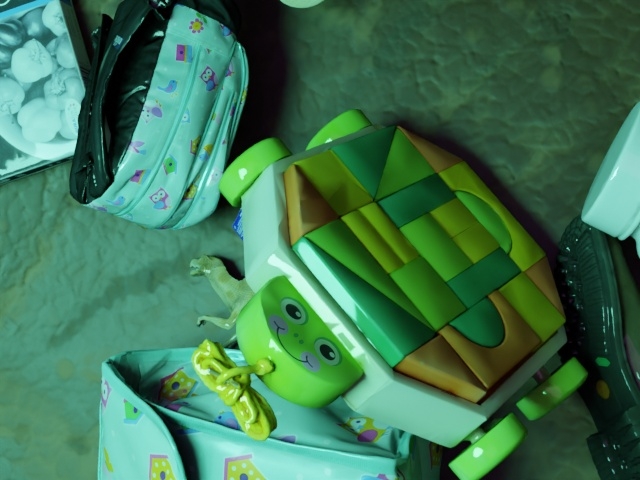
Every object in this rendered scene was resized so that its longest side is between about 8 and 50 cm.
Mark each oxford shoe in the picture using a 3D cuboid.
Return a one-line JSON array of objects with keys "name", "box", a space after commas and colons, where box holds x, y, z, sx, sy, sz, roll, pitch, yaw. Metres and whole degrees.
[{"name": "oxford shoe", "box": [0.239, 0.087, 0.955, 0.096, 0.083, 0.227, -7, 75, -22]}]

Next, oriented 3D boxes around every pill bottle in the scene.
[{"name": "pill bottle", "box": [0.304, -0.013, 0.911, 0.208, 0.119, 0.119, 26, 90, 4]}]

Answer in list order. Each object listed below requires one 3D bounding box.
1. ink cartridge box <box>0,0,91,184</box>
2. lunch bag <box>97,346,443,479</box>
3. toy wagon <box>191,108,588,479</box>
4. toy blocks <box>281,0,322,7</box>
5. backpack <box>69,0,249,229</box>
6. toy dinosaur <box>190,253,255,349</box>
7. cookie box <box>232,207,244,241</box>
[{"name": "ink cartridge box", "box": [-0.301, -0.143, 1.065, 0.208, 0.045, 0.206, -19, 84, 9]}, {"name": "lunch bag", "box": [-0.052, 0.206, 0.928, 0.262, 0.160, 0.223, 9, 110, 17]}, {"name": "toy wagon", "box": [0.046, 0.037, 0.857, 0.267, 0.344, 0.068, 50, 122, 9]}, {"name": "toy blocks", "box": [-0.055, -0.252, 1.010, 0.123, 0.148, 0.054, 10, 126, -19]}, {"name": "backpack", "box": [-0.125, -0.101, 0.979, 0.115, 0.152, 0.182, 17, 76, -21]}, {"name": "toy dinosaur", "box": [-0.031, 0.063, 1.002, 0.183, 0.053, 0.093, 16, 87, 10]}, {"name": "cookie box", "box": [0.000, 0.000, 0.990, 0.092, 0.040, 0.107, -35, 81, -23]}]
